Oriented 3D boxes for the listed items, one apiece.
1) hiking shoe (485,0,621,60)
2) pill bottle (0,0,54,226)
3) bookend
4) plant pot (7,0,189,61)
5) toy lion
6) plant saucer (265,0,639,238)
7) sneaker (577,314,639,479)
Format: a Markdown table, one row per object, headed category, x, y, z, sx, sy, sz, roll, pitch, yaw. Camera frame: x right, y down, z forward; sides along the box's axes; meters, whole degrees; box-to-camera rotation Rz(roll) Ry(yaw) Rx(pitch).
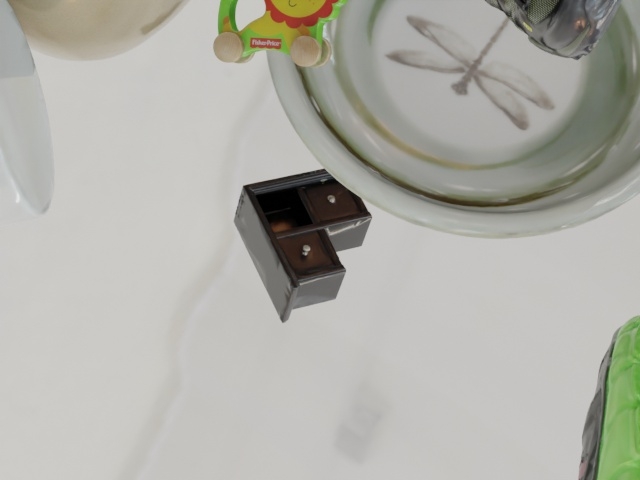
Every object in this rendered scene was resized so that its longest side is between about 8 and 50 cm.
| category | x | y | z | sx | sy | sz | roll | pitch | yaw |
| --- | --- | --- | --- | --- | --- | --- | --- | --- | --- |
| hiking shoe | 0.109 | -0.176 | 1.020 | 0.114 | 0.227 | 0.086 | 19 | 102 | -20 |
| pill bottle | -0.424 | -0.068 | 1.304 | 0.392 | 0.224 | 0.224 | -13 | 145 | 5 |
| bookend | 0.000 | 0.000 | 1.974 | 0.156 | 0.157 | 0.072 | -12 | 147 | -23 |
| plant pot | -0.211 | -0.268 | 1.450 | 0.284 | 0.284 | 0.191 | -39 | 153 | -31 |
| toy lion | -0.028 | -0.179 | 1.243 | 0.034 | 0.100 | 0.096 | -12 | 105 | -70 |
| plant saucer | 0.149 | -0.175 | 1.518 | 0.400 | 0.400 | 0.100 | -48 | 168 | -17 |
| sneaker | 0.221 | 0.228 | 1.236 | 0.202 | 0.185 | 0.483 | -43 | -170 | 40 |
